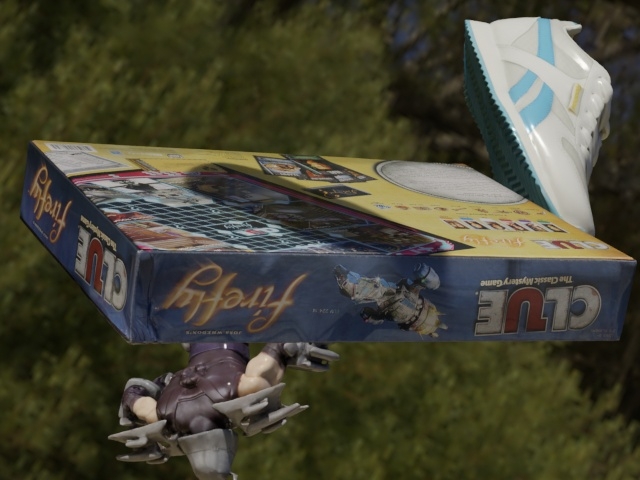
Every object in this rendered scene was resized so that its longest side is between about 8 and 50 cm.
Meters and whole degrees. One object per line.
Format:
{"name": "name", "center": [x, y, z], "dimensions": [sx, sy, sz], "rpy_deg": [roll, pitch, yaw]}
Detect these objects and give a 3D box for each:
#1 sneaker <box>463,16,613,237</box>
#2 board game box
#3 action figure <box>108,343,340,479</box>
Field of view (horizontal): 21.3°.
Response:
{"name": "sneaker", "center": [0.161, -0.080, 1.175], "dimensions": [0.092, 0.229, 0.087], "rpy_deg": [-7, -44, -4]}
{"name": "board game box", "center": [0.000, 0.000, 0.794], "dimensions": [0.243, 0.042, 0.165], "rpy_deg": [2, 17, -26]}
{"name": "action figure", "center": [-0.076, 0.073, 1.324], "dimensions": [0.185, 0.285, 0.099], "rpy_deg": [-12, -36, 17]}
